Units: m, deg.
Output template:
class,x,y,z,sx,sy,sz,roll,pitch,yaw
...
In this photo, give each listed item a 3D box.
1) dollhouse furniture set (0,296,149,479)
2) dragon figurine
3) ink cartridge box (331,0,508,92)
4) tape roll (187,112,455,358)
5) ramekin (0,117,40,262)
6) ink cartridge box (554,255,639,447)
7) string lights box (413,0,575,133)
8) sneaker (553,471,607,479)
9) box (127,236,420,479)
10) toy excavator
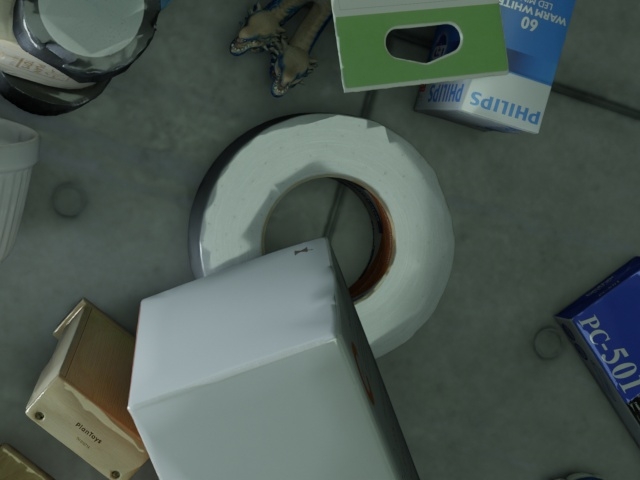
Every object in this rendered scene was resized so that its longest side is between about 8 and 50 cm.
class,x,y,z,sx,sy,sz,roll,pitch,yaw
dollhouse furniture set,-0.239,0.191,1.580,0.212,0.161,0.242,40,107,-11
dragon figurine,0.028,-0.252,1.616,0.085,0.144,0.289,38,66,-10
ink cartridge box,0.056,-0.238,1.504,0.171,0.056,0.235,-9,95,-34
tape roll,0.000,0.000,1.631,0.219,0.072,0.219,-1,93,-12
ramekin,-0.327,-0.041,1.495,0.207,0.207,0.109,6,101,-13
ink cartridge box,0.307,0.126,1.719,0.097,0.046,0.207,-35,99,-10
string lights box,0.166,-0.224,1.623,0.077,0.133,0.259,16,89,-15
sneaker,0.266,0.373,1.672,0.130,0.147,0.330,-18,97,-11
box,-0.009,0.206,1.518,0.168,0.215,0.345,-19,109,4
toy excavator,-0.151,-0.323,1.526,0.433,0.222,0.445,17,81,-14
